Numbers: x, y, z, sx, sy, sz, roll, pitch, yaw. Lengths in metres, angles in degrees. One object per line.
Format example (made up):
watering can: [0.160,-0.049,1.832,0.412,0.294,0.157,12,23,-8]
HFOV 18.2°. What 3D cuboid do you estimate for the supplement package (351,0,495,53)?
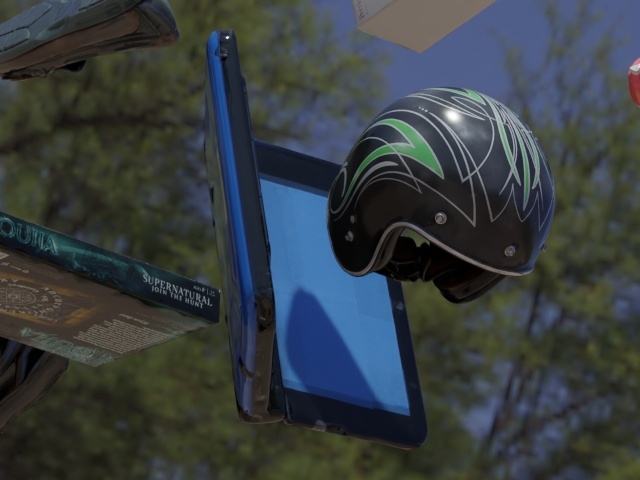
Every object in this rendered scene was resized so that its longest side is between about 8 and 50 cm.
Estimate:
supplement package: [0.127,-0.302,2.184,0.105,0.105,0.179,16,-37,-41]

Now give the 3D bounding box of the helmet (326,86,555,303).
helmet: [0.099,-0.036,1.529,0.169,0.169,0.161,27,-42,-28]

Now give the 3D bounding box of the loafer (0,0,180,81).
loafer: [-0.255,-0.199,2.030,0.267,0.096,0.084,-15,-59,41]

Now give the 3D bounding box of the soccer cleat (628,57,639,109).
soccer cleat: [0.462,-0.161,2.265,0.248,0.083,0.095,14,-35,37]

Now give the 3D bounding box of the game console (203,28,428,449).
game console: [0.000,0.000,1.669,0.173,0.293,0.250,-5,-33,-8]

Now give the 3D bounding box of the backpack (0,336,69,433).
backpack: [-0.369,0.101,1.776,0.263,0.213,0.276,-26,-19,-5]

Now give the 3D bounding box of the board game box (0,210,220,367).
board game box: [-0.173,0.033,1.259,0.126,0.026,0.186,-20,-31,40]
